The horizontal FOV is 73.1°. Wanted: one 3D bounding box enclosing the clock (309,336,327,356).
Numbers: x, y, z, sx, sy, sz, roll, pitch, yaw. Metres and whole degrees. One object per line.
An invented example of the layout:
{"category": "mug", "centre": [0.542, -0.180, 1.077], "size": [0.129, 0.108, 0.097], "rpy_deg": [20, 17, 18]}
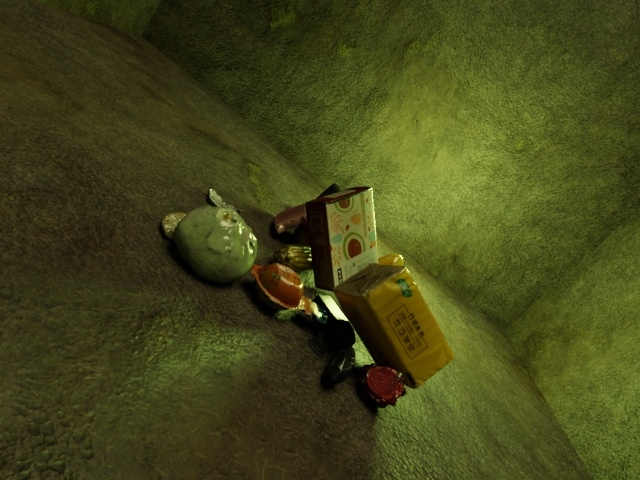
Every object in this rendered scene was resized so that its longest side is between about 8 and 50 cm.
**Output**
{"category": "clock", "centre": [-0.008, 0.365, 1.484], "size": [0.074, 0.010, 0.083], "rpy_deg": [25, 22, -41]}

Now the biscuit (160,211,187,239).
{"category": "biscuit", "centre": [-0.445, -0.030, 1.500], "size": [0.188, 0.040, 0.265], "rpy_deg": [45, 19, 17]}

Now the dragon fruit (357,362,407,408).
{"category": "dragon fruit", "centre": [0.194, 0.474, 1.451], "size": [0.208, 0.133, 0.150], "rpy_deg": [13, -57, 65]}

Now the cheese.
{"category": "cheese", "centre": [-0.107, 0.189, 1.514], "size": [0.329, 0.129, 0.217], "rpy_deg": [36, 18, -16]}

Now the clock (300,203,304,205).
{"category": "clock", "centre": [-0.065, -0.147, 2.550], "size": [0.159, 0.066, 0.211], "rpy_deg": [40, 17, -2]}

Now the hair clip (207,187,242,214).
{"category": "hair clip", "centre": [-0.420, -0.157, 1.860], "size": [0.172, 0.049, 0.116], "rpy_deg": [33, 14, -13]}

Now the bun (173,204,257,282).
{"category": "bun", "centre": [-0.313, -0.006, 1.398], "size": [0.283, 0.179, 0.283], "rpy_deg": [32, 39, -31]}

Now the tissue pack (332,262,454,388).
{"category": "tissue pack", "centre": [0.254, 0.288, 1.550], "size": [0.382, 0.228, 0.293], "rpy_deg": [59, -16, -9]}

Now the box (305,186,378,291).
{"category": "box", "centre": [0.105, -0.017, 1.903], "size": [0.122, 0.385, 0.344], "rpy_deg": [7, 20, 39]}

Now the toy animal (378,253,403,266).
{"category": "toy animal", "centre": [0.333, 0.221, 2.129], "size": [0.247, 0.277, 0.345], "rpy_deg": [55, -4, -9]}

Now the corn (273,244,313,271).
{"category": "corn", "centre": [-0.087, 0.077, 1.861], "size": [0.120, 0.120, 0.363], "rpy_deg": [47, 17, 20]}

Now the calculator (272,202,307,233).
{"category": "calculator", "centre": [-0.134, -0.122, 2.117], "size": [0.329, 0.220, 0.048], "rpy_deg": [-95, 164, -72]}

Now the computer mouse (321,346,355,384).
{"category": "computer mouse", "centre": [0.066, 0.405, 1.383], "size": [0.062, 0.106, 0.192], "rpy_deg": [47, 18, 2]}

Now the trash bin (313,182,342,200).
{"category": "trash bin", "centre": [0.062, -0.166, 2.141], "size": [0.115, 0.165, 0.225], "rpy_deg": [46, 10, -23]}

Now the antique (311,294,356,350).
{"category": "antique", "centre": [0.047, 0.311, 1.621], "size": [0.080, 0.081, 0.221], "rpy_deg": [13, 33, -54]}

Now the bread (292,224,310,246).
{"category": "bread", "centre": [-0.001, 0.000, 2.154], "size": [0.312, 0.172, 0.312], "rpy_deg": [36, 13, -10]}
